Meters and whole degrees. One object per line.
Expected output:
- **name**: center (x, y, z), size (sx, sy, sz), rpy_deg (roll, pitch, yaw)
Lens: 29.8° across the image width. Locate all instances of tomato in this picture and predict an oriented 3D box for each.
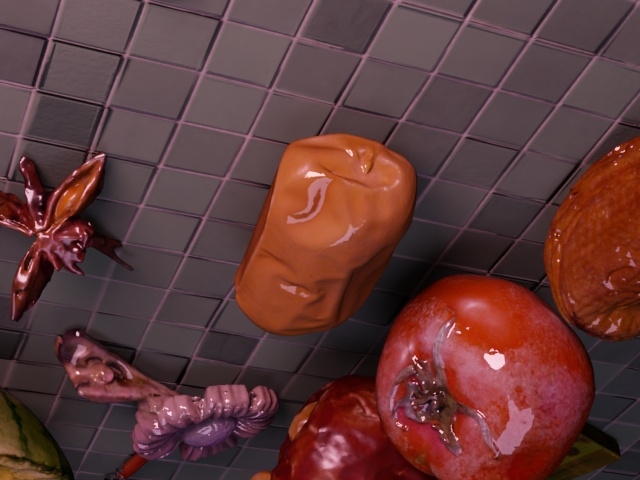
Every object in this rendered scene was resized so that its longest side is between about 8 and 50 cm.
- **tomato**: center (0.174, 0.146, 1.236), size (0.188, 0.232, 0.232), rpy_deg (-19, 162, -48)

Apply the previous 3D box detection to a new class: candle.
- **candle**: center (-0.231, 0.281, 1.542), size (0.026, 0.021, 0.167), rpy_deg (21, 136, -28)

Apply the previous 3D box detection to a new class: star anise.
- **star anise**: center (-0.244, -0.016, 1.131), size (0.158, 0.144, 0.140), rpy_deg (-19, 96, 9)

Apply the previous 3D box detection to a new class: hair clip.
- **hair clip**: center (-0.180, 0.189, 1.385), size (0.173, 0.069, 0.300), rpy_deg (-32, 135, 31)

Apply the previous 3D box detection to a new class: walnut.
- **walnut**: center (0.066, 0.292, 1.392), size (0.269, 0.244, 0.222), rpy_deg (30, 179, -10)

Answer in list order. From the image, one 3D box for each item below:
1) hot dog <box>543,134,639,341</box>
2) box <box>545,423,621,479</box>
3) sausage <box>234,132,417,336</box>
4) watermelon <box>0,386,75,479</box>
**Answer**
- **hot dog**: center (0.334, -0.009, 1.133), size (0.196, 0.122, 0.272), rpy_deg (18, 142, -24)
- **box**: center (0.287, 0.264, 1.561), size (0.121, 0.030, 0.193), rpy_deg (-31, 136, 31)
- **sausage**: center (0.000, 0.000, 1.111), size (0.136, 0.120, 0.241), rpy_deg (19, 139, -11)
- **watermelon**: center (-0.435, 0.242, 1.340), size (0.331, 0.189, 0.331), rpy_deg (-12, 155, -6)
